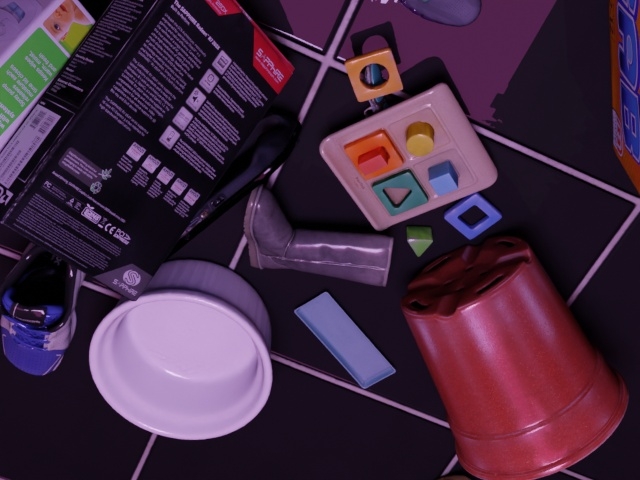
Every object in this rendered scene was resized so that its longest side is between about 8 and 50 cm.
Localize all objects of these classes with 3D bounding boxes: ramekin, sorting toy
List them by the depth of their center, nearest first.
[{"bbox_3d":[0.122,-0.103,1.166,0.196,0.047,0.348,-25,125,21],"label":"sorting toy"},{"bbox_3d":[-0.205,0.164,1.325,0.277,0.135,0.277,2,120,4],"label":"ramekin"}]

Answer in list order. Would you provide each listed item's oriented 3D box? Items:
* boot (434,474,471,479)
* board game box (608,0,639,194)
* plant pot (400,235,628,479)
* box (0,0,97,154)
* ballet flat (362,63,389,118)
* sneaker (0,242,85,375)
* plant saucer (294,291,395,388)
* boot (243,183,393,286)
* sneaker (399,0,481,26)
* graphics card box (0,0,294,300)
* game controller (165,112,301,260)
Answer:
[{"bbox_3d":[0.242,0.543,1.531,0.203,0.095,0.262,35,118,-15],"label":"boot"},{"bbox_3d":[0.535,-0.217,0.926,0.356,0.356,0.356,-8,119,9],"label":"board game box"},{"bbox_3d":[0.261,0.155,1.229,0.272,0.272,0.265,-25,107,17],"label":"plant pot"},{"bbox_3d":[-0.339,-0.149,1.052,0.231,0.127,0.262,-52,140,-14],"label":"box"},{"bbox_3d":[0.073,-0.188,1.160,0.041,0.041,0.114,-17,116,13],"label":"ballet flat"},{"bbox_3d":[-0.430,0.094,1.275,0.127,0.182,0.315,24,119,-8],"label":"sneaker"},{"bbox_3d":[0.041,0.160,1.372,0.067,0.018,0.192,-32,113,20],"label":"plant saucer"},{"bbox_3d":[0.001,-0.002,1.224,0.208,0.076,0.190,12,150,11],"label":"boot"},{"bbox_3d":[0.106,-0.329,1.041,0.223,0.098,0.083,34,117,-14],"label":"sneaker"},{"bbox_3d":[-0.212,-0.134,1.025,0.371,0.094,0.233,-58,142,-8],"label":"graphics card box"},{"bbox_3d":[-0.154,-0.055,1.177,0.319,0.166,0.067,-37,115,22],"label":"game controller"}]
